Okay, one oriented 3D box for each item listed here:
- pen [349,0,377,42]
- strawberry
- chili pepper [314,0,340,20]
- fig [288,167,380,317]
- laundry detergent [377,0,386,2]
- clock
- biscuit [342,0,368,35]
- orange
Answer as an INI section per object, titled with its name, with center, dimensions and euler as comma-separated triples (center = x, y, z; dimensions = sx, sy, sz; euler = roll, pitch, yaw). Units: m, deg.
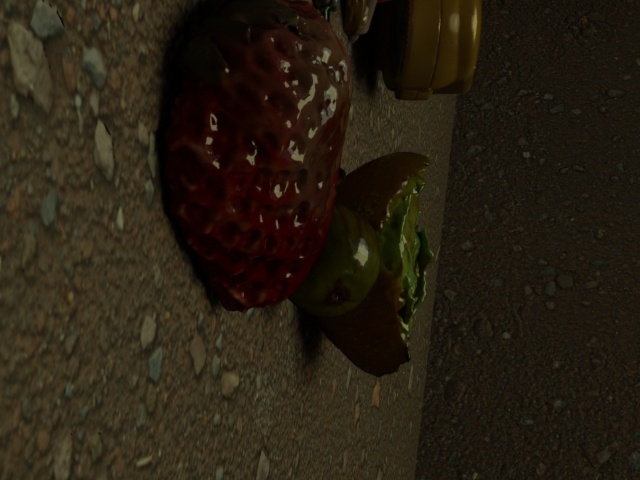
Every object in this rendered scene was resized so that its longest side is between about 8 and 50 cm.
[pen]
center = 0.072, -0.381, 1.716
dimensions = 0.197, 0.032, 0.053
euler = 111, -17, -57
[strawberry]
center = -0.043, -0.081, 1.073
dimensions = 0.265, 0.149, 0.336
euler = -73, 162, -55
[chili pepper]
center = 0.016, -0.381, 1.541
dimensions = 0.050, 0.041, 0.153
euler = 147, -48, -64
[fig]
center = -0.004, 0.000, 1.350
dimensions = 0.186, 0.148, 0.142
euler = 55, 11, 27
[laundry detergent]
center = 0.088, -0.470, 1.734
dimensions = 0.049, 0.097, 0.165
euler = -66, 146, -62
[clock]
center = 0.199, -0.379, 1.913
dimensions = 0.317, 0.200, 0.244
euler = -123, -148, -87
[biscuit]
center = 0.059, -0.491, 1.590
dimensions = 0.216, 0.047, 0.339
euler = 98, -7, -65
[orange]
center = 0.082, 0.030, 1.570
dimensions = 0.262, 0.196, 0.334
euler = -54, 143, -43
